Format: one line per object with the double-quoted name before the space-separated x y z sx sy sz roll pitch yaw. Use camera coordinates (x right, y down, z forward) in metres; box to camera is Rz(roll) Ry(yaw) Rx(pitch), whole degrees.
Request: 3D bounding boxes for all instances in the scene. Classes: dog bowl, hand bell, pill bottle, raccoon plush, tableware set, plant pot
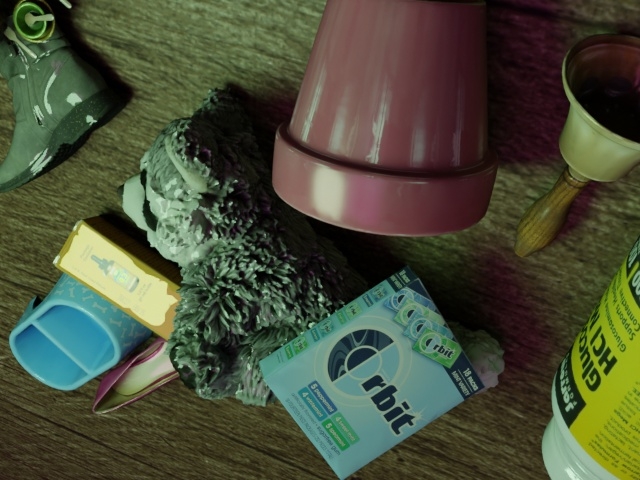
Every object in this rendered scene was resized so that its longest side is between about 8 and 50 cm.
"dog bowl" -0.387 0.147 1.175 0.166 0.074 0.297 47 132 -13
"hand bell" 0.233 -0.054 0.684 0.126 0.126 0.242 25 146 7
"pill bottle" 0.335 0.126 0.699 0.188 0.188 0.334 22 133 10
"raccoon plush" 0.000 0.000 0.836 0.447 0.216 0.299 1 117 -12
"tableware set" -0.308 -0.278 0.782 0.104 0.024 0.154 40 111 -6
"plant pot" 0.063 -0.124 0.648 0.201 0.201 0.180 14 116 17

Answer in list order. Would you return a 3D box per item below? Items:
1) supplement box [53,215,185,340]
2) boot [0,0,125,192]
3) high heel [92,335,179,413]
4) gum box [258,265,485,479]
"supplement box" -0.235 0.060 1.008 0.233 0.080 0.078 34 100 -3
"boot" -0.356 -0.172 0.905 0.246 0.083 0.161 -30 102 34
"high heel" -0.247 0.193 1.108 0.244 0.117 0.082 -19 115 38
"gum box" 0.056 0.140 0.776 0.184 0.041 0.157 -33 112 0
